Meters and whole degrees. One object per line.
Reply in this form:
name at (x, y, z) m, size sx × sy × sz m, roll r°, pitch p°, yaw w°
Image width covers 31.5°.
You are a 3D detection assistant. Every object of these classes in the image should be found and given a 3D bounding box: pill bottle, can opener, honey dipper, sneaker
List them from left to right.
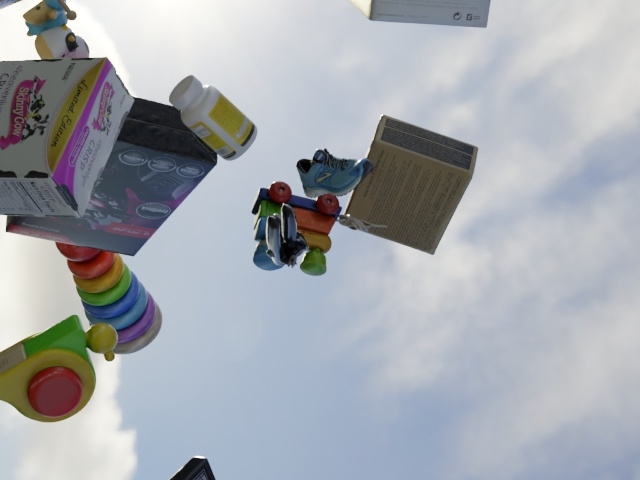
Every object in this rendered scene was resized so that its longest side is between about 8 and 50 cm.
honey dipper at (-0.451, -0.427, 1.888) m, size 0.160 × 0.030 × 0.030 m, roll 51°, pitch -34°, yaw 14°
pill bottle at (-0.143, -0.164, 1.500) m, size 0.065 × 0.116 × 0.065 m, roll -32°, pitch -147°, yaw 25°
can opener at (-0.056, -0.006, 1.580) m, size 0.059 × 0.073 × 0.186 m, roll -50°, pitch 172°, yaw -8°
sneaker at (0.015, -0.114, 1.842) m, size 0.162 × 0.063 × 0.073 m, roll -8°, pitch -58°, yaw 47°

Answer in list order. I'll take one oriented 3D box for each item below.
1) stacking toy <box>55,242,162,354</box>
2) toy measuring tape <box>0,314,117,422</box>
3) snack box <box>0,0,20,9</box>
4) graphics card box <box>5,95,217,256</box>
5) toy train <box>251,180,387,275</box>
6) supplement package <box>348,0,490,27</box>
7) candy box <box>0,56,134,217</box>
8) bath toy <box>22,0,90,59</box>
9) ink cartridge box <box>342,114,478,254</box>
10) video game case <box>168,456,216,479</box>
stacking toy at (-0.401, 0.068, 2.106) m, size 0.330 × 0.141 × 0.141 m, roll 76°, pitch -4°, yaw -49°
toy measuring tape at (-0.407, 0.210, 1.478) m, size 0.121 × 0.330 × 0.121 m, roll 59°, pitch -7°, yaw 12°
snack box at (-0.531, -0.368, 1.783) m, size 0.064 × 0.178 × 0.022 m, roll -16°, pitch -76°, yaw 57°
graphics card box at (-0.339, -0.100, 1.803) m, size 0.371 × 0.233 × 0.094 m, roll -40°, pitch -136°, yaw 50°
toy train at (0.000, 0.000, 1.981) m, size 0.105 × 0.248 × 0.143 m, roll 120°, pitch -21°, yaw -53°
supplement package at (0.114, -0.364, 1.213) m, size 0.139 × 0.134 × 0.244 m, roll -118°, pitch -148°, yaw -65°
candy box at (-0.329, -0.107, 1.165) m, size 0.071 × 0.234 × 0.159 m, roll 64°, pitch 34°, yaw -50°
bath toy at (-0.495, -0.344, 2.379) m, size 0.129 × 0.151 × 0.348 m, roll -35°, pitch -97°, yaw 26°
ink cartridge box at (0.164, -0.101, 2.113) m, size 0.234 × 0.193 × 0.088 m, roll 111°, pitch -2°, yaw -48°
video game case at (-0.206, 0.478, 1.554) m, size 0.035 × 0.275 × 0.248 m, roll -3°, pitch -64°, yaw 38°
